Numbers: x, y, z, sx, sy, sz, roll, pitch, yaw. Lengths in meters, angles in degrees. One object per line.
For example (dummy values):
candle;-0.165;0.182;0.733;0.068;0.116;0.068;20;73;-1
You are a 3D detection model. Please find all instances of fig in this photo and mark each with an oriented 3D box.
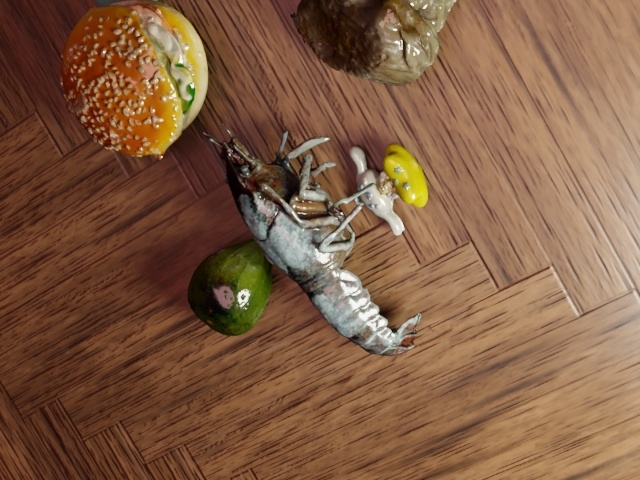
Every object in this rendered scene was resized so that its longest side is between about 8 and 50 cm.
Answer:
fig;-0.124;0.058;1.298;0.123;0.123;0.156;30;68;6

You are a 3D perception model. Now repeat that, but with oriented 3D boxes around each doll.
doll;0.091;-0.085;1.229;0.135;0.071;0.113;42;126;11

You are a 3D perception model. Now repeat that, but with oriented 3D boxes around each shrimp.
shrimp;-0.004;-0.001;1.207;0.221;0.166;0.410;-25;96;48

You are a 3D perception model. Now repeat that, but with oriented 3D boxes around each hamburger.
hamburger;-0.268;-0.233;1.237;0.237;0.147;0.237;4;103;17

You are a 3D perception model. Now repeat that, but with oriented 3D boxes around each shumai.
shumai;0.100;-0.304;1.148;0.185;0.218;0.184;-29;99;-20

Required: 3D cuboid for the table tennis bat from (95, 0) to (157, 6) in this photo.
table tennis bat;-0.247;-0.409;1.251;0.237;0.038;0.149;0;100;19
